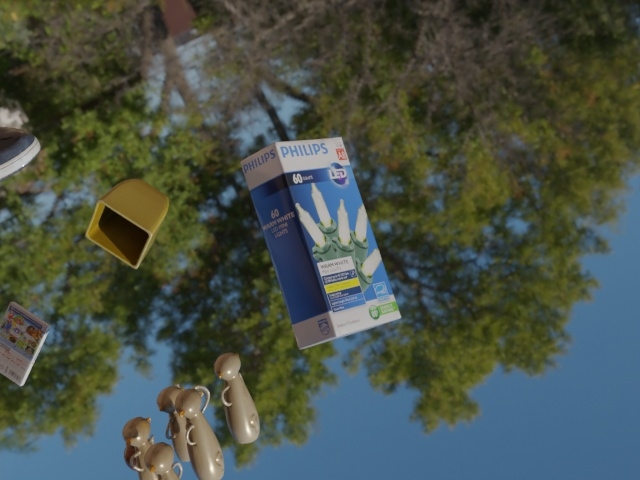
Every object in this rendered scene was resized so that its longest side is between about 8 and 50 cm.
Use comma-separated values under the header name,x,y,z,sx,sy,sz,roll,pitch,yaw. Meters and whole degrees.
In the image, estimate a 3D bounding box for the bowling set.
name,x,y,z,sx,sy,sz,roll,pitch,yaw
bowling set,-0.239,0.296,1.509,0.200,0.154,0.287,-6,-161,24

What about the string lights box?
name,x,y,z,sx,sy,sz,roll,pitch,yaw
string lights box,0.000,0.000,1.306,0.077,0.259,0.133,-24,172,43

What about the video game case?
name,x,y,z,sx,sy,sz,roll,pitch,yaw
video game case,-0.530,0.180,1.731,0.122,0.087,0.011,-63,165,10

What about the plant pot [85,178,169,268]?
name,x,y,z,sx,sy,sz,roll,pitch,yaw
plant pot,-0.241,-0.031,1.283,0.081,0.081,0.083,-56,-179,46

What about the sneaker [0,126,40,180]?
name,x,y,z,sx,sy,sz,roll,pitch,yaw
sneaker,-0.429,-0.136,1.062,0.226,0.163,0.086,-4,-142,9
